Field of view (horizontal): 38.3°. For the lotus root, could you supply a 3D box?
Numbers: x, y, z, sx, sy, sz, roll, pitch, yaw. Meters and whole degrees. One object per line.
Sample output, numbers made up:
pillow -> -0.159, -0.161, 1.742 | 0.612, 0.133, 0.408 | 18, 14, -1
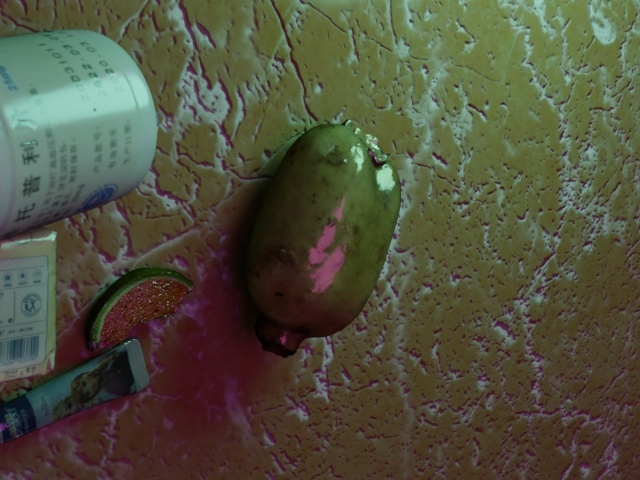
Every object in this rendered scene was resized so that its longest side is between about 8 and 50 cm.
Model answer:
lotus root -> 0.000, 0.000, 1.071 | 0.160, 0.146, 0.284 | 25, 87, -19

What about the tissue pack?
tissue pack -> -0.346, 0.060, 0.841 | 0.196, 0.092, 0.148 | -6, 104, -51

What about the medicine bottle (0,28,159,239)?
medicine bottle -> -0.290, -0.082, 0.775 | 0.293, 0.170, 0.170 | -25, 115, -53

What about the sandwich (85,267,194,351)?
sandwich -> -0.201, 0.067, 1.008 | 0.135, 0.029, 0.067 | -31, 122, -28

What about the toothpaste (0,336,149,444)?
toothpaste -> -0.278, 0.167, 0.971 | 0.216, 0.037, 0.062 | -21, 110, -36
